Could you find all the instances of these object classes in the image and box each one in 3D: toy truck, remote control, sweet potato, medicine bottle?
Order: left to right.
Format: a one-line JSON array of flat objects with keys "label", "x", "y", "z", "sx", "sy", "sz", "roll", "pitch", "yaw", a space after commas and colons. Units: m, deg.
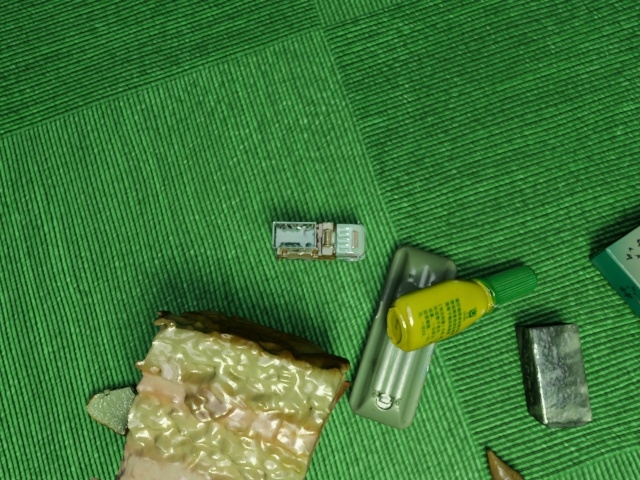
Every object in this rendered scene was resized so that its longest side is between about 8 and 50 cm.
[{"label": "toy truck", "x": 0.000, "y": -0.001, "z": 0.953, "sx": 0.178, "sy": 0.115, "sz": 0.080, "roll": 1, "pitch": 82, "yaw": 2}, {"label": "remote control", "x": 0.157, "y": 0.180, "z": 0.945, "sx": 0.128, "sy": 0.065, "sz": 0.335, "roll": 17, "pitch": 83, "yaw": 7}, {"label": "medicine bottle", "x": 0.264, "y": 0.111, "z": 0.899, "sx": 0.309, "sy": 0.076, "sz": 0.111, "roll": -15, "pitch": 121, "yaw": -20}, {"label": "sweet potato", "x": 0.368, "y": 0.478, "z": 0.899, "sx": 0.065, "sy": 0.051, "sz": 0.218, "roll": -40, "pitch": 81, "yaw": 1}]

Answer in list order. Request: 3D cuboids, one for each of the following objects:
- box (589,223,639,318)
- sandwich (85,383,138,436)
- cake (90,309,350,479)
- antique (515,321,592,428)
[{"label": "box", "x": 0.641, "y": 0.080, "z": 0.897, "sx": 0.153, "sy": 0.092, "sz": 0.244, "roll": -34, "pitch": 72, "yaw": -1}, {"label": "sandwich", "x": -0.400, "y": 0.321, "z": 0.973, "sx": 0.105, "sy": 0.036, "sz": 0.093, "roll": 21, "pitch": 85, "yaw": 7}, {"label": "cake", "x": -0.134, "y": 0.296, "z": 0.838, "sx": 0.315, "sy": 0.293, "sz": 0.306, "roll": 17, "pitch": 89, "yaw": 9}, {"label": "antique", "x": 0.424, "y": 0.245, "z": 0.909, "sx": 0.086, "sy": 0.088, "sz": 0.182, "roll": -6, "pitch": 82, "yaw": 4}]
